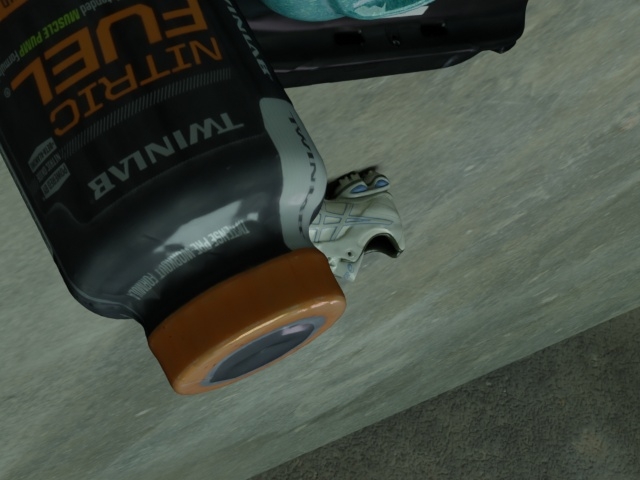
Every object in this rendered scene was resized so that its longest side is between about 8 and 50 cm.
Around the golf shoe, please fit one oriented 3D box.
[{"bbox_3d":[0.000,0.000,1.453,0.176,0.086,0.069,-20,165,-27],"label":"golf shoe"}]

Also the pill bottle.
[{"bbox_3d":[-0.081,-0.054,0.760,0.130,0.246,0.130,-27,166,-7],"label":"pill bottle"}]

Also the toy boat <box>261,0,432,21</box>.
[{"bbox_3d":[0.098,-0.207,0.769,0.318,0.148,0.267,-26,166,-9],"label":"toy boat"}]

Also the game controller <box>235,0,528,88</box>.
[{"bbox_3d":[0.049,-0.165,1.044,0.319,0.067,0.166,-14,145,-48],"label":"game controller"}]
